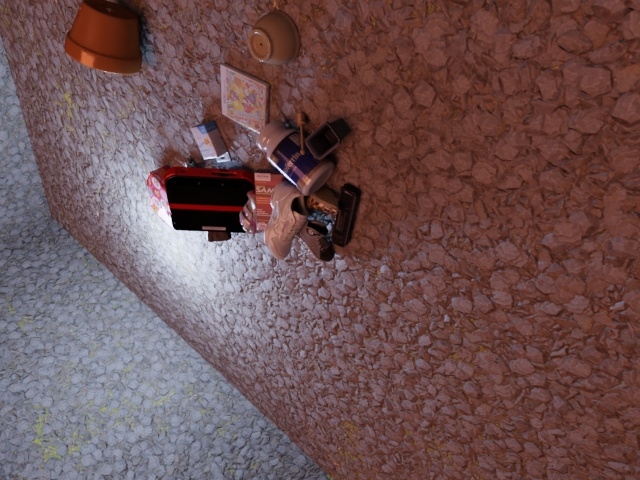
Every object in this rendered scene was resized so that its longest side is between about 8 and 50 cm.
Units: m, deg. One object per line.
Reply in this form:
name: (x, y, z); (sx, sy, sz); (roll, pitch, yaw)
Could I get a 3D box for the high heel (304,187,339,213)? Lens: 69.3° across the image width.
high heel: (-0.018, -0.112, 1.753); (0.261, 0.093, 0.186); (38, 137, 38)

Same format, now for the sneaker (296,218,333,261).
sneaker: (0.000, 0.000, 1.808); (0.229, 0.086, 0.132); (44, 145, -26)

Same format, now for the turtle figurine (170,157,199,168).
turtle figurine: (-0.601, -0.303, 2.143); (0.175, 0.118, 0.234); (-38, 78, 48)

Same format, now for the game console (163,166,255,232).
game console: (-0.467, -0.167, 2.008); (0.387, 0.060, 0.341); (3, 138, -5)

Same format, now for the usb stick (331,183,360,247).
usb stick: (0.090, -0.087, 1.718); (0.077, 0.045, 0.277); (28, 137, 18)

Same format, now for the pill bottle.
pill bottle: (-0.093, -0.296, 1.637); (0.265, 0.153, 0.153); (43, 141, 9)

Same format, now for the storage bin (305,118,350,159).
storage bin: (0.026, -0.347, 1.531); (0.098, 0.091, 0.135); (54, 140, -5)

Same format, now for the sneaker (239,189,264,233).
sneaker: (-0.288, -0.106, 1.961); (0.252, 0.111, 0.102); (88, 158, -49)

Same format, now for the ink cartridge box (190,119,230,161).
ink cartridge box: (-0.466, -0.409, 1.973); (0.105, 0.062, 0.181); (2, 122, 43)

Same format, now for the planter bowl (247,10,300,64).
planter bowl: (-0.160, -0.629, 1.467); (0.162, 0.109, 0.161); (26, 136, 28)

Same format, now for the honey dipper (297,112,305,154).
honey dipper: (-0.064, -0.360, 1.573); (0.030, 0.031, 0.160); (-38, 48, 51)

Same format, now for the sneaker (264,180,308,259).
sneaker: (-0.125, -0.060, 1.724); (0.152, 0.114, 0.304); (24, 117, 38)

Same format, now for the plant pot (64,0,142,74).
plant pot: (-0.854, -0.826, 1.857); (0.291, 0.291, 0.203); (37, 124, 15)

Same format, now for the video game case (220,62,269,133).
video game case: (-0.285, -0.526, 1.735); (0.227, 0.026, 0.206); (31, 138, 21)

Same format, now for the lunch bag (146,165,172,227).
lunch bag: (-0.797, -0.231, 2.387); (0.258, 0.120, 0.293); (40, 141, 13)

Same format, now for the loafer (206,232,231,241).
loafer: (-0.453, -0.140, 2.155); (0.130, 0.133, 0.365); (8, 135, -7)

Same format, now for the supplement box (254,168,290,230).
supplement box: (-0.185, -0.158, 1.823); (0.131, 0.073, 0.239); (3, 111, 11)
